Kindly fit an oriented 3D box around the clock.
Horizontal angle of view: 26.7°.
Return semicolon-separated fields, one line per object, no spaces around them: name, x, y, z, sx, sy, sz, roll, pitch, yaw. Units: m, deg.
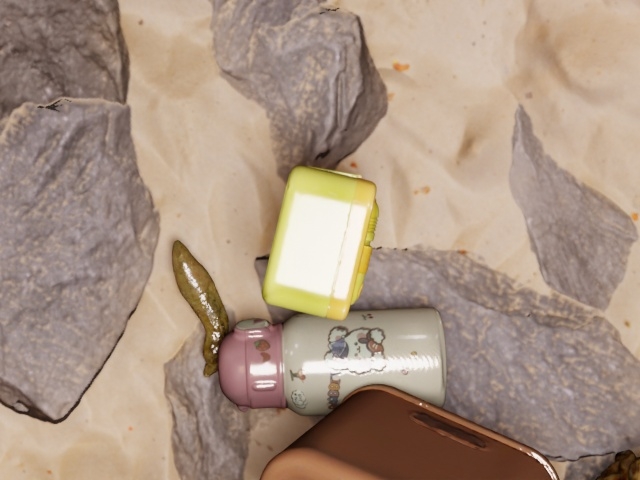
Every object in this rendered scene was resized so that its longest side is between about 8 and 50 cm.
clock;0.000;0.000;1.345;0.096;0.202;0.143;11;93;-2

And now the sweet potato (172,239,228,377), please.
sweet potato;-0.124;0.070;1.428;0.041;0.038;0.153;-11;102;23

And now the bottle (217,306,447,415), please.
bottle;0.010;0.127;1.397;0.233;0.110;0.110;-2;93;-2

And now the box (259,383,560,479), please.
box;0.046;0.339;1.241;0.239;0.229;0.339;22;104;17

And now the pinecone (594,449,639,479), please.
pinecone;0.348;0.323;1.357;0.257;0.243;0.243;1;92;-2
